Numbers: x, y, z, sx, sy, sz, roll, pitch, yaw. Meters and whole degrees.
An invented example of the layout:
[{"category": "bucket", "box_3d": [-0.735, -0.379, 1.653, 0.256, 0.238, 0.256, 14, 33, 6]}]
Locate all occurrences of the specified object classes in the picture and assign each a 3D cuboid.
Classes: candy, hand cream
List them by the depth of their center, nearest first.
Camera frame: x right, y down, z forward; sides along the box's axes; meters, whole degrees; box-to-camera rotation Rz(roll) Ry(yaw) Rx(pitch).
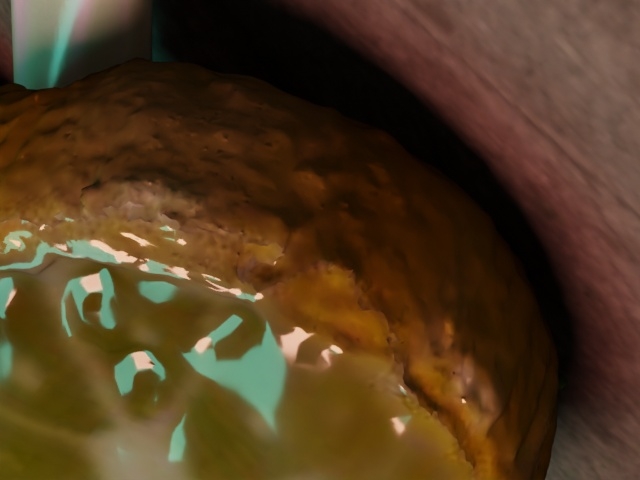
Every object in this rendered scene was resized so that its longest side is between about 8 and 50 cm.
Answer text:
[{"category": "candy", "box_3d": [-0.047, 0.056, 0.605, 0.259, 0.118, 0.260, 10, 131, 11]}, {"category": "hand cream", "box_3d": [-0.085, -0.074, 0.623, 0.078, 0.050, 0.205, 30, 131, 36]}]

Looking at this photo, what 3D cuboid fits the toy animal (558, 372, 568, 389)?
[{"category": "toy animal", "box_3d": [-0.004, 0.008, 0.680, 0.217, 0.041, 0.075, 37, 148, 10]}]
